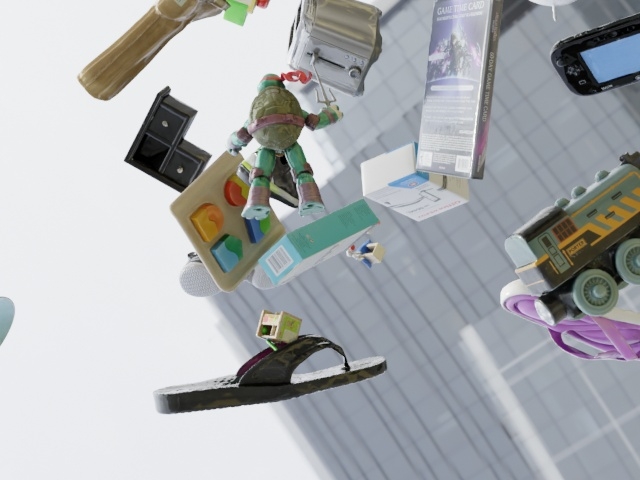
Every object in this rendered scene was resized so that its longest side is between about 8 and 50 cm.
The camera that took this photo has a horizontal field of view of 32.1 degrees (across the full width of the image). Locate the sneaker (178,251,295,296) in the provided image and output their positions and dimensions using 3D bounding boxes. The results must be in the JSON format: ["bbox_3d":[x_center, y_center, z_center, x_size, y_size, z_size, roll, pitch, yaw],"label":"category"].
[{"bbox_3d":[-0.164,0.031,2.343,0.153,0.269,0.101,-94,-8,-60],"label":"sneaker"}]

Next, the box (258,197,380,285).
[{"bbox_3d":[0.000,0.000,2.099,0.244,0.100,0.060,-26,-102,-48],"label":"box"}]

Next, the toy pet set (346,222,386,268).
[{"bbox_3d":[0.106,0.005,2.755,0.114,0.065,0.122,44,-122,-30],"label":"toy pet set"}]

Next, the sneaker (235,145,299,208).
[{"bbox_3d":[-0.063,-0.123,1.994,0.084,0.097,0.235,40,-171,18],"label":"sneaker"}]

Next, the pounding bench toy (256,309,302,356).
[{"bbox_3d":[-0.083,0.176,2.065,0.052,0.065,0.083,27,-109,-41],"label":"pounding bench toy"}]

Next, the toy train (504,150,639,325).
[{"bbox_3d":[0.465,-0.005,1.824,0.190,0.334,0.142,55,169,1],"label":"toy train"}]

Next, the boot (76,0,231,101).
[{"bbox_3d":[-0.299,-0.367,1.995,0.089,0.269,0.236,47,-170,5],"label":"boot"}]

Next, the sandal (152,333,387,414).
[{"bbox_3d":[-0.089,0.239,2.065,0.167,0.446,0.107,175,88,-78],"label":"sandal"}]

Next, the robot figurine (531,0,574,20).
[{"bbox_3d":[0.535,-0.674,2.478,0.300,0.200,0.353,24,-101,-19],"label":"robot figurine"}]

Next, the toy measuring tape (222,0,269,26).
[{"bbox_3d":[-0.129,-0.515,2.066,0.121,0.330,0.121,4,-111,-11],"label":"toy measuring tape"}]

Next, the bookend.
[{"bbox_3d":[-0.269,-0.186,2.133,0.157,0.156,0.072,30,-159,-4],"label":"bookend"}]

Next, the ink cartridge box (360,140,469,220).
[{"bbox_3d":[0.209,-0.126,2.431,0.203,0.148,0.085,22,-124,-44],"label":"ink cartridge box"}]

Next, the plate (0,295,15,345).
[{"bbox_3d":[-0.543,0.158,1.704,0.024,0.188,0.188,34,-155,13],"label":"plate"}]

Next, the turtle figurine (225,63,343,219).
[{"bbox_3d":[-0.061,-0.150,1.583,0.118,0.175,0.234,46,-143,-66],"label":"turtle figurine"}]

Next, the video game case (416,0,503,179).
[{"bbox_3d":[0.208,-0.235,1.693,0.026,0.274,0.196,5,-174,-20],"label":"video game case"}]

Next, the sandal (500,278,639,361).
[{"bbox_3d":[0.551,0.196,2.282,0.416,0.169,0.102,20,-117,-9],"label":"sandal"}]

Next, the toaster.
[{"bbox_3d":[0.024,-0.359,1.964,0.146,0.129,0.227,18,-144,-10],"label":"toaster"}]

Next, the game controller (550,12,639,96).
[{"bbox_3d":[0.671,-0.411,2.437,0.166,0.319,0.067,53,-140,-29],"label":"game controller"}]

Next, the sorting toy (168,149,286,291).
[{"bbox_3d":[-0.165,-0.038,2.083,0.193,0.038,0.208,-48,-60,-30],"label":"sorting toy"}]
